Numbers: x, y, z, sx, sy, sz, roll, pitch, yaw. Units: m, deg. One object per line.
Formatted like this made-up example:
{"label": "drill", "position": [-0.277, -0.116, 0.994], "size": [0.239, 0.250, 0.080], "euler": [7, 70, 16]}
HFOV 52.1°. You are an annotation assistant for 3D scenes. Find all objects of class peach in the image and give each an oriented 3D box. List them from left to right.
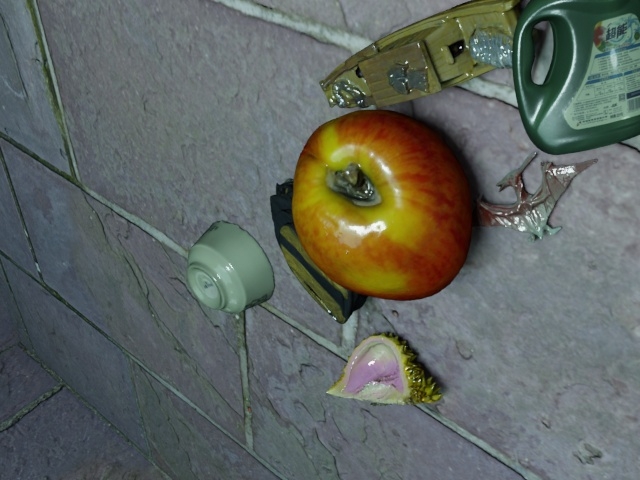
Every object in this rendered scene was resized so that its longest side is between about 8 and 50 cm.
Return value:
{"label": "peach", "position": [0.086, -0.046, 0.896], "size": [0.281, 0.281, 0.238], "euler": [43, 98, 13]}

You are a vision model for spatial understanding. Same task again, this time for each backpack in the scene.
{"label": "backpack", "position": [0.000, 0.000, 1.122], "size": [0.258, 0.133, 0.206], "euler": [43, 150, 23]}

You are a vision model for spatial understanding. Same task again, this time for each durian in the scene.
{"label": "durian", "position": [0.122, 0.255, 1.183], "size": [0.165, 0.132, 0.182], "euler": [41, 138, 4]}

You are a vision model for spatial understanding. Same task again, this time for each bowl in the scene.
{"label": "bowl", "position": [-0.209, 0.074, 1.407], "size": [0.211, 0.112, 0.211], "euler": [27, 137, 28]}

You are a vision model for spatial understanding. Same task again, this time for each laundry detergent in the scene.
{"label": "laundry detergent", "position": [0.267, -0.207, 0.677], "size": [0.144, 0.078, 0.221], "euler": [-15, 111, 7]}

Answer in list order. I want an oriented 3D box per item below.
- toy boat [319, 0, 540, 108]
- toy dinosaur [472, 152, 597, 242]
{"label": "toy boat", "position": [0.117, -0.221, 0.821], "size": [0.321, 0.121, 0.089], "euler": [-5, 121, 48]}
{"label": "toy dinosaur", "position": [0.272, -0.050, 0.864], "size": [0.220, 0.032, 0.108], "euler": [-31, 91, 43]}
